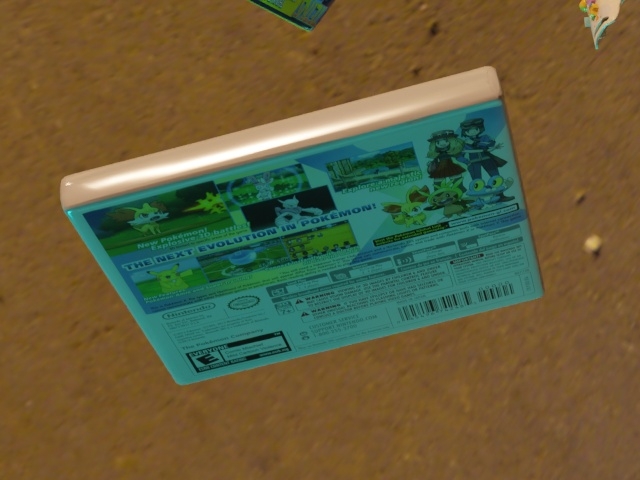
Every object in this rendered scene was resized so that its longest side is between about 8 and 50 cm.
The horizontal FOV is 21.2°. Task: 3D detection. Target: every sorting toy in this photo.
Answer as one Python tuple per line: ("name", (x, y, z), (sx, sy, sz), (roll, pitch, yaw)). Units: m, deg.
("sorting toy", (0.331, -0.263, 1.989), (0.045, 0.075, 0.083), (18, 135, -10))

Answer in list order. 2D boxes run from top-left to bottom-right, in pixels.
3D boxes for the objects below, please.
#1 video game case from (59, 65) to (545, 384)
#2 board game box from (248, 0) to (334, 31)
("video game case", (0.000, 0.000, 1.343), (0.329, 0.036, 0.300), (-14, 147, 6))
("board game box", (-0.005, -0.204, 1.016), (0.048, 0.170, 0.141), (39, 98, 13))
